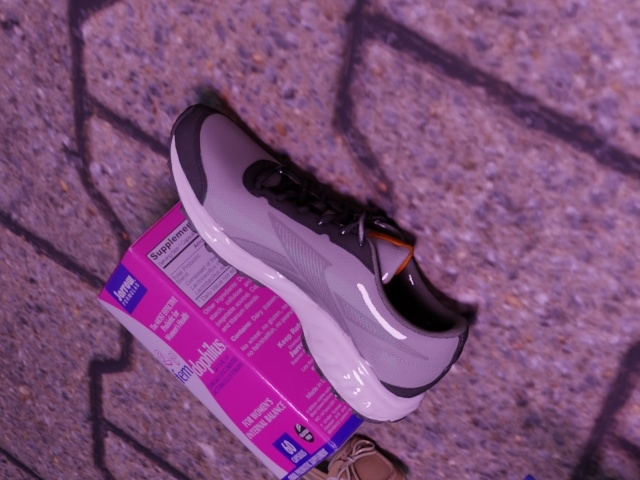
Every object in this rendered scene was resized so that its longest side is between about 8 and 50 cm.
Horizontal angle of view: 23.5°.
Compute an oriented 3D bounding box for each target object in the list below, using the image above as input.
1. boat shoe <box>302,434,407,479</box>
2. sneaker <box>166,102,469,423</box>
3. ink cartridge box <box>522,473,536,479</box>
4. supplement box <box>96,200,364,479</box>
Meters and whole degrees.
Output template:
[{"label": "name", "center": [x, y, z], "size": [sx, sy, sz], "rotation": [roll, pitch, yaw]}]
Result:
[{"label": "boat shoe", "center": [0.007, 0.185, 1.324], "size": [0.153, 0.056, 0.048], "rotation": [22, 146, 43]}, {"label": "sneaker", "center": [0.000, 0.000, 1.105], "size": [0.271, 0.100, 0.108], "rotation": [47, 123, 1]}, {"label": "ink cartridge box", "center": [0.266, 0.313, 0.980], "size": [0.395, 0.270, 0.151], "rotation": [32, 144, 18]}, {"label": "supplement box", "center": [-0.052, 0.069, 1.206], "size": [0.220, 0.114, 0.111], "rotation": [45, 148, 3]}]
